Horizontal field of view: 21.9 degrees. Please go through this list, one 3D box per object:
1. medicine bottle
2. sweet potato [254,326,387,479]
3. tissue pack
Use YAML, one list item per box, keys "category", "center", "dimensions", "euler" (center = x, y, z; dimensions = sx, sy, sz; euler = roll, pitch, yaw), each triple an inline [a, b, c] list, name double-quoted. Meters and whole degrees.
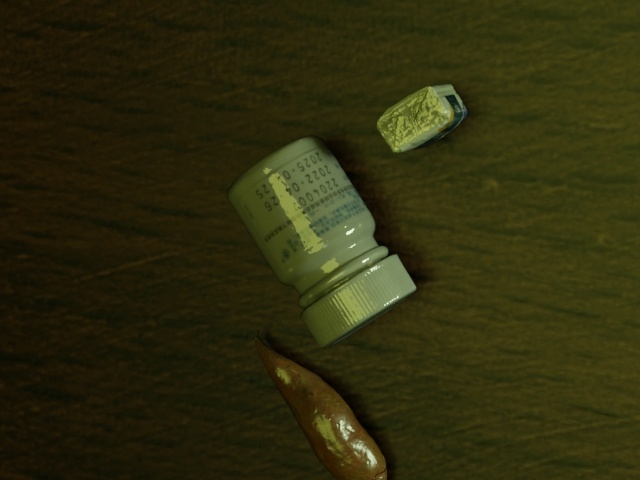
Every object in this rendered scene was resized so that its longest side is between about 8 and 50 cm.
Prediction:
- category: "medicine bottle"
  center: [0.000, 0.000, 1.467]
  dimensions: [0.105, 0.105, 0.168]
  euler: [-33, 84, 16]
- category: "sweet potato"
  center: [-0.001, 0.157, 1.508]
  dimensions: [0.056, 0.056, 0.195]
  euler: [-40, 78, 16]
- category: "tissue pack"
  center: [0.089, -0.106, 1.441]
  dimensions: [0.062, 0.083, 0.042]
  euler: [-31, 86, 17]
